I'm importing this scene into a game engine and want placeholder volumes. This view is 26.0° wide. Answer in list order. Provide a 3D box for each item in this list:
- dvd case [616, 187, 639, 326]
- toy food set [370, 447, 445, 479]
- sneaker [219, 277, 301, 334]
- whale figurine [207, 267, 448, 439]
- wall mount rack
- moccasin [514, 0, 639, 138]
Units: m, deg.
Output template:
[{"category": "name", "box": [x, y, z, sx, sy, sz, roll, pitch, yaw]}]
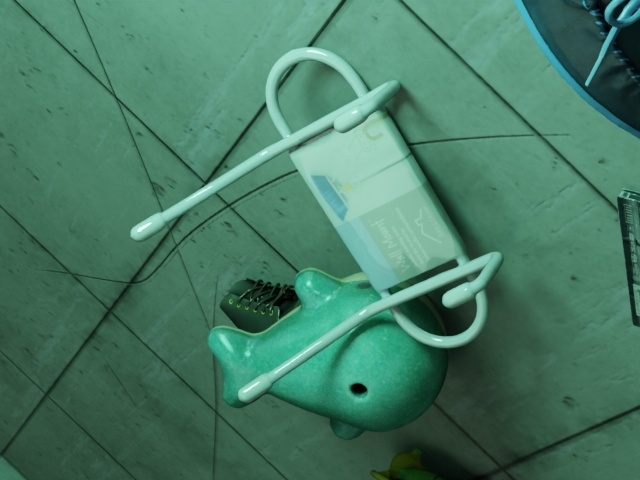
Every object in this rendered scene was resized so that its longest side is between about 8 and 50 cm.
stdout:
[{"category": "dvd case", "box": [0.368, 0.044, 1.211, 0.221, 0.018, 0.164, 18, 141, 36]}, {"category": "toy food set", "box": [0.170, 0.331, 1.765, 0.218, 0.071, 0.128, 32, 172, 22]}, {"category": "sneaker", "box": [-0.057, 0.081, 1.691, 0.118, 0.083, 0.222, 45, 147, 6]}, {"category": "whale figurine", "box": [0.005, 0.138, 1.539, 0.272, 0.141, 0.216, -7, 113, 13]}, {"category": "wall mount rack", "box": [0.000, 0.000, 1.385, 0.304, 0.130, 0.350, -26, 100, 33]}, {"category": "moccasin", "box": [0.196, -0.207, 0.980, 0.342, 0.138, 0.117, 48, 153, -10]}]
